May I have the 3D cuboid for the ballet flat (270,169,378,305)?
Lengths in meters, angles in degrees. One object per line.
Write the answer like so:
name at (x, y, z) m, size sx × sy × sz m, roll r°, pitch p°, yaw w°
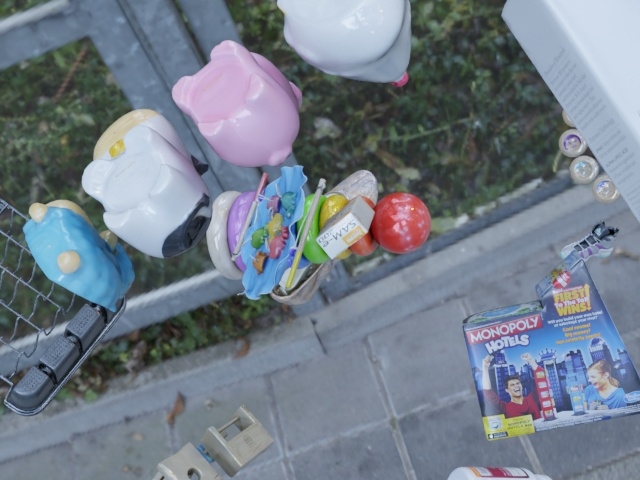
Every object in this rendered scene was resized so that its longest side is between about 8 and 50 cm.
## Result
ballet flat at (0.000, 0.000, 1.715) m, size 0.107 × 0.106 × 0.316 m, roll 41°, pitch 110°, yaw 32°

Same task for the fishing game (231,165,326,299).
fishing game at (-0.071, -0.014, 1.169) m, size 0.189 × 0.041 × 0.264 m, roll -70°, pitch 21°, yaw 3°

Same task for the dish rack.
dish rack at (-0.406, 0.064, 1.137) m, size 0.272 × 0.074 × 0.208 m, roll 36°, pitch 62°, yaw 0°

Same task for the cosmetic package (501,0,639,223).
cosmetic package at (0.261, -0.134, 0.727) m, size 0.117 × 0.085 × 0.231 m, roll -28°, pitch 79°, yaw -8°

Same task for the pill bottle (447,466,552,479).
pill bottle at (0.266, 0.375, 1.310) m, size 0.152 × 0.086 × 0.086 m, roll 7°, pitch 44°, yaw -23°

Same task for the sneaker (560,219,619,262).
sneaker at (0.410, -0.003, 1.356) m, size 0.098 × 0.069 × 0.038 m, roll -14°, pitch 48°, yaw -29°

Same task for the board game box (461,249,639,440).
board game box at (0.268, 0.117, 1.044) m, size 0.194 × 0.194 × 0.060 m, roll -12°, pitch 7°, yaw 8°

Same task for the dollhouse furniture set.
dollhouse furniture set at (-0.154, 0.359, 1.303) m, size 0.129 × 0.129 × 0.184 m, roll 46°, pitch 37°, yaw 13°

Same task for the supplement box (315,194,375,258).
supplement box at (0.034, -0.020, 1.190) m, size 0.062 × 0.036 × 0.098 m, roll -38°, pitch 8°, yaw 17°

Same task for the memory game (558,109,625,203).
memory game at (0.388, -0.133, 1.115) m, size 0.186 × 0.012 × 0.186 m, roll 2°, pitch 94°, yaw 31°

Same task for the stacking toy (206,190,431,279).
stacking toy at (0.002, -0.015, 1.343) m, size 0.331 × 0.141 × 0.141 m, roll -3°, pitch 51°, yaw 23°

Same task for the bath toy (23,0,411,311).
bath toy at (-0.069, -0.087, 0.706) m, size 0.348 × 0.129 × 0.151 m, roll -38°, pitch 53°, yaw 10°
